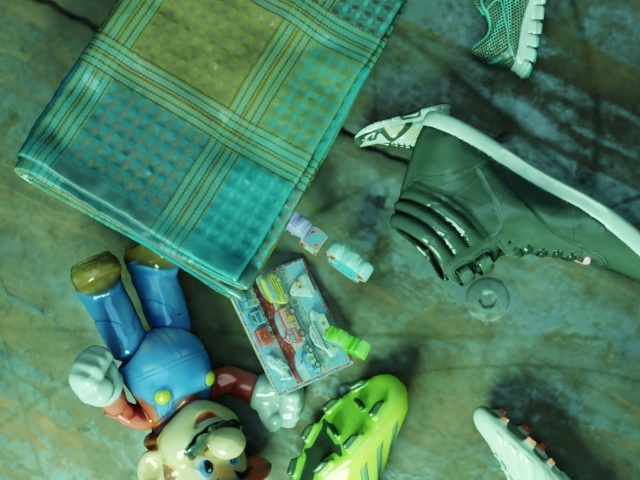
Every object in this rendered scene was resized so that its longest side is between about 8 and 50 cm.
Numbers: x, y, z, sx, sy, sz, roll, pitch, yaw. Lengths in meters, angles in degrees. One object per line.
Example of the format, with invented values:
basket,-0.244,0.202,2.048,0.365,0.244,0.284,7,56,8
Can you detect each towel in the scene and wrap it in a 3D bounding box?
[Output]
towel,-0.107,-0.161,1.268,0.271,0.040,0.370,29,77,2

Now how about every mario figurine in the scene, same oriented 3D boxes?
mario figurine,-0.133,0.148,1.278,0.198,0.170,0.320,-23,89,3

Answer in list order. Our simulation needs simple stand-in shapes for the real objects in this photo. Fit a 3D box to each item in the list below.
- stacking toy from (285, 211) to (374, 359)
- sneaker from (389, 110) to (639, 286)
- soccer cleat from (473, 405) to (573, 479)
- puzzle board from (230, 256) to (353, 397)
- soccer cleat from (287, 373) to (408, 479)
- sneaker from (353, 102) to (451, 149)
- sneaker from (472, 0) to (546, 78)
stacking toy,0.000,0.000,1.291,0.221,0.052,0.167,34,76,2
sneaker,0.203,0.002,1.263,0.296,0.104,0.147,30,88,-1
soccer cleat,0.224,0.257,1.306,0.196,0.068,0.076,45,98,-2
puzzle board,-0.031,0.090,1.310,0.096,0.011,0.128,-22,81,-26
soccer cleat,0.022,0.277,1.325,0.121,0.093,0.289,29,90,-28
sneaker,0.089,-0.112,1.309,0.109,0.040,0.043,-14,94,5
sneaker,0.198,-0.255,1.284,0.076,0.065,0.166,10,92,8
